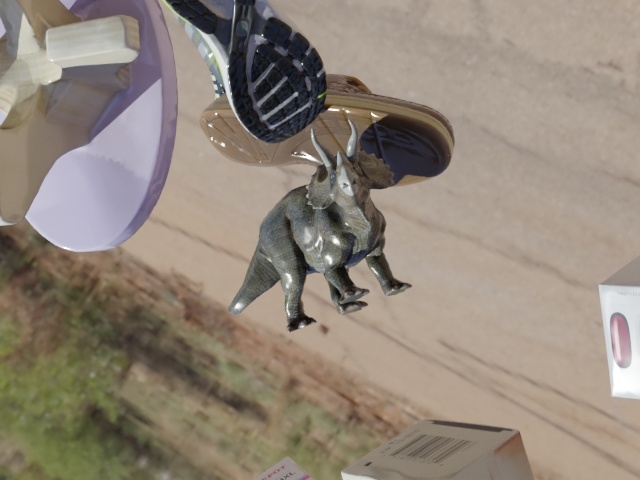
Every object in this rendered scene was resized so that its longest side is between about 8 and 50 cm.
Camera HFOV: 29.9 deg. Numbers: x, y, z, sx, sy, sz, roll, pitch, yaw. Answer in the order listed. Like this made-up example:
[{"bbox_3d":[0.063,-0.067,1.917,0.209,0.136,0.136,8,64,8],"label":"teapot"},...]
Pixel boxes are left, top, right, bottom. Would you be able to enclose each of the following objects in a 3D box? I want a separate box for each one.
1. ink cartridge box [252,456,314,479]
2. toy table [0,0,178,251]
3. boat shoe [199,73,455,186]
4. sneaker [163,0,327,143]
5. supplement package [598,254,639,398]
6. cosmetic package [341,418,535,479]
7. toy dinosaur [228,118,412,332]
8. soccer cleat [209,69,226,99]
[{"bbox_3d":[-0.028,0.265,1.053,0.090,0.092,0.143,64,164,-20],"label":"ink cartridge box"},{"bbox_3d":[-0.227,-0.131,0.972,0.252,0.274,0.161,-18,172,19],"label":"toy table"},{"bbox_3d":[0.017,-0.150,1.406,0.342,0.123,0.123,6,139,38],"label":"boat shoe"},{"bbox_3d":[-0.089,-0.227,1.233,0.300,0.111,0.121,59,177,-39],"label":"sneaker"},{"bbox_3d":[0.492,0.093,1.395,0.261,0.204,0.145,1,107,39],"label":"supplement package"},{"bbox_3d":[0.151,0.341,1.195,0.153,0.129,0.296,-2,108,52],"label":"cosmetic package"},{"bbox_3d":[0.000,0.000,1.270,0.313,0.121,0.160,-32,72,55],"label":"toy dinosaur"},{"bbox_3d":[-0.127,-0.227,1.716,0.179,0.060,0.072,89,164,-58],"label":"soccer cleat"}]
